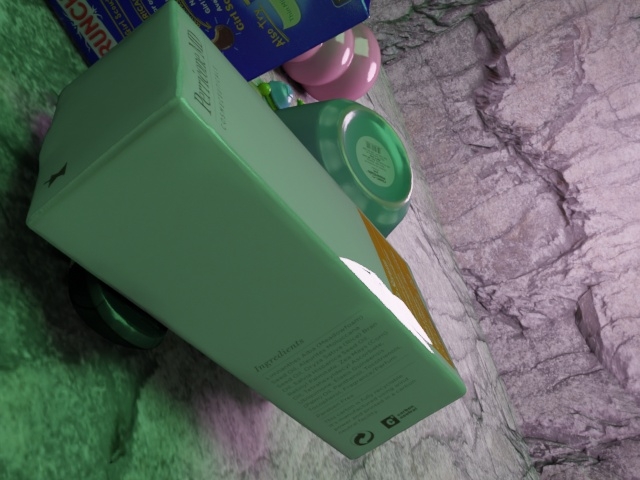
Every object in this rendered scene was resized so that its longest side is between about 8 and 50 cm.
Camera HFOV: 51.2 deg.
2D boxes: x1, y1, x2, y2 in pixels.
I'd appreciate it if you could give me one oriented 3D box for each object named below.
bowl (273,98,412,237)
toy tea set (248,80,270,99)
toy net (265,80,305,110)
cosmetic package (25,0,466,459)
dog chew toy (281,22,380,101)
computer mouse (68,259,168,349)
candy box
[{"bbox_3d":[0.034,-0.109,1.101,0.312,0.163,0.311,24,53,-37],"label":"bowl"},{"bbox_3d":[-0.164,-0.327,0.938,0.336,0.124,0.200,63,-4,-17],"label":"toy tea set"},{"bbox_3d":[-0.056,-0.213,1.324,0.122,0.045,0.232,46,29,-52],"label":"toy net"},{"bbox_3d":[-0.050,0.010,0.686,0.453,0.161,0.230,45,17,-36],"label":"cosmetic package"},{"bbox_3d":[-0.002,-0.432,1.504,0.332,0.207,0.206,13,56,-59],"label":"dog chew toy"},{"bbox_3d":[-0.175,0.037,0.669,0.184,0.060,0.262,47,15,-38],"label":"computer mouse"},{"bbox_3d":[-0.140,-0.311,0.760,0.268,0.317,0.122,61,17,-22],"label":"candy box"}]
